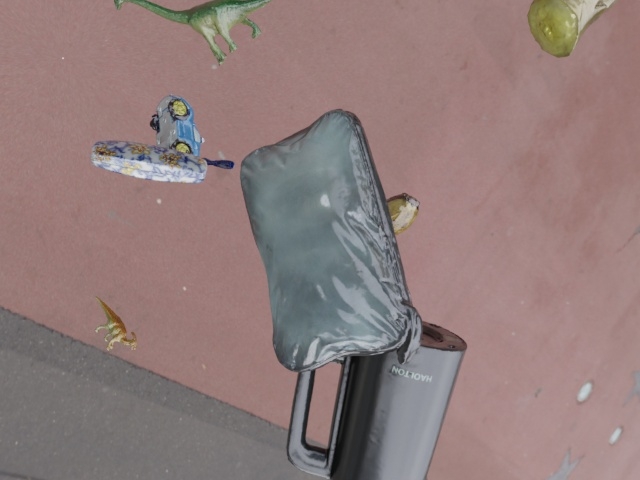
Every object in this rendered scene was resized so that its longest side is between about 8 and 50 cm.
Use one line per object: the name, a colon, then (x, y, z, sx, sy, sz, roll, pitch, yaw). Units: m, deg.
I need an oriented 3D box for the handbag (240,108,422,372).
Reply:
handbag: (0.000, 0.003, 0.555, 0.191, 0.333, 0.075, -21, 162, 22)

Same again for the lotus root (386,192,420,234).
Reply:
lotus root: (0.163, -0.051, 1.179, 0.110, 0.258, 0.097, -12, 83, -41)

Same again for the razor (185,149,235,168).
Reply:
razor: (-0.283, -0.203, 1.129, 0.028, 0.154, 0.044, 1, 99, -70)

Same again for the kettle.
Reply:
kettle: (0.103, 0.299, 0.786, 0.261, 0.203, 0.309, 10, 95, -29)

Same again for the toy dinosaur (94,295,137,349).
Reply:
toy dinosaur: (-0.324, 0.134, 0.671, 0.041, 0.113, 0.026, -46, 160, -14)

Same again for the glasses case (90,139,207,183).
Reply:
glasses case: (-0.387, -0.178, 0.999, 0.247, 0.087, 0.065, 10, 124, -17)

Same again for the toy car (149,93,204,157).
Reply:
toy car: (-0.532, -0.391, 1.651, 0.165, 0.198, 0.315, 0, 80, -46)

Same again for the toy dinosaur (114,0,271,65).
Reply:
toy dinosaur: (-0.316, -0.630, 1.151, 0.446, 0.087, 0.301, -26, 108, 27)

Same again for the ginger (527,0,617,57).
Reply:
ginger: (0.405, -0.392, 0.621, 0.109, 0.116, 0.263, 37, 93, -18)
